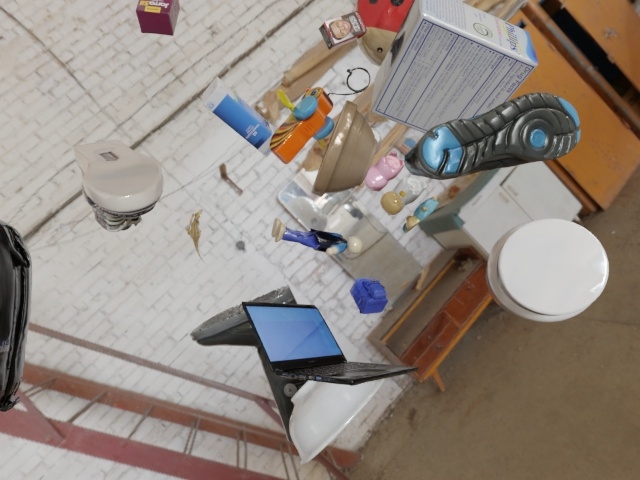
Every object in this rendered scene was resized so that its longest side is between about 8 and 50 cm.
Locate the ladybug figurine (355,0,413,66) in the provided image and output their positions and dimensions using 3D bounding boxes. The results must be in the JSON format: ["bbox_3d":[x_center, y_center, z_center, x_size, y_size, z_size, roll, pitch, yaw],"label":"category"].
[{"bbox_3d":[0.244,-0.844,1.391,0.162,0.305,0.450,-1,-69,-46],"label":"ladybug figurine"}]

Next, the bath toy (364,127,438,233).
[{"bbox_3d":[0.201,-0.192,1.269,0.151,0.348,0.129,-32,-10,-30],"label":"bath toy"}]

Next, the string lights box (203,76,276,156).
[{"bbox_3d":[-0.254,-0.402,1.323,0.077,0.259,0.133,-43,34,15],"label":"string lights box"}]

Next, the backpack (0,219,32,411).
[{"bbox_3d":[-0.481,0.093,0.516,0.225,0.191,0.254,158,119,-68],"label":"backpack"}]

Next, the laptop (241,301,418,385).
[{"bbox_3d":[0.018,0.187,0.787,0.264,0.137,0.234,-9,-14,38],"label":"laptop"}]

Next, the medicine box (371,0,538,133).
[{"bbox_3d":[0.308,-0.404,0.985,0.263,0.289,0.149,120,164,-53],"label":"medicine box"}]

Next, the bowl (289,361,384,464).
[{"bbox_3d":[0.018,0.411,1.044,0.298,0.134,0.298,-42,-15,-14],"label":"bowl"}]

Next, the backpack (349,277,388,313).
[{"bbox_3d":[0.165,0.176,1.376,0.120,0.098,0.101,56,131,45],"label":"backpack"}]

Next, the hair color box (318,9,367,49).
[{"bbox_3d":[0.071,-0.649,1.248,0.141,0.072,0.043,-35,13,-26],"label":"hair color box"}]

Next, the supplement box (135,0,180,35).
[{"bbox_3d":[-0.275,-0.394,0.688,0.043,0.055,0.083,106,164,-61],"label":"supplement box"}]

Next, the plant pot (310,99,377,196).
[{"bbox_3d":[0.066,-0.205,0.985,0.237,0.109,0.237,-159,90,-85],"label":"plant pot"}]

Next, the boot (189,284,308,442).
[{"bbox_3d":[-0.158,0.408,1.252,0.367,0.445,0.146,-23,7,15],"label":"boot"}]

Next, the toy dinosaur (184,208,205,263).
[{"bbox_3d":[-0.408,-0.020,1.316,0.053,0.183,0.092,-5,23,-23],"label":"toy dinosaur"}]

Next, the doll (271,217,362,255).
[{"bbox_3d":[0.000,0.000,0.822,0.129,0.189,0.046,-135,59,-65],"label":"doll"}]

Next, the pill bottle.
[{"bbox_3d":[0.366,0.055,0.682,0.160,0.160,0.283,-44,-20,10],"label":"pill bottle"}]

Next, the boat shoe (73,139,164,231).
[{"bbox_3d":[-0.364,-0.076,0.755,0.127,0.158,0.340,-19,34,-27],"label":"boat shoe"}]

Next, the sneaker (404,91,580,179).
[{"bbox_3d":[0.325,-0.195,0.778,0.340,0.125,0.139,-11,4,-8],"label":"sneaker"}]

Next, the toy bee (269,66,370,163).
[{"bbox_3d":[-0.020,-0.337,1.086,0.298,0.195,0.162,-26,38,-7],"label":"toy bee"}]
